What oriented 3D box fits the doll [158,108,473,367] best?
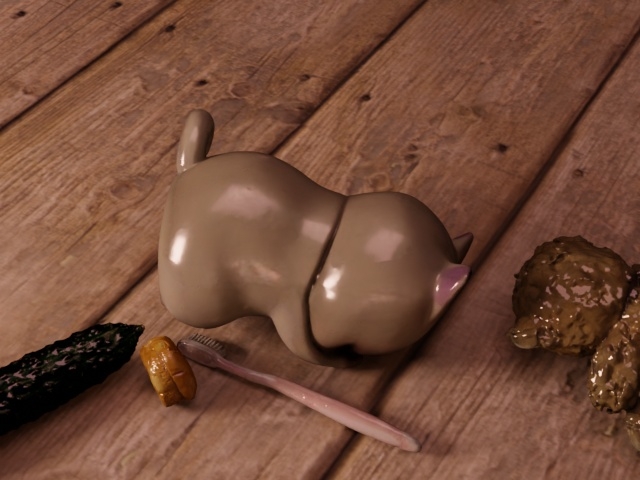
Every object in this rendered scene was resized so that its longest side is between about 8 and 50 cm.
[{"bbox_3d":[-0.024,0.019,1.532,0.370,0.226,0.215,22,11,4],"label":"doll"}]

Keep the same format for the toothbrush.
[{"bbox_3d":[-0.024,0.168,1.490,0.307,0.025,0.029,22,34,18],"label":"toothbrush"}]

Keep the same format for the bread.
[{"bbox_3d":[-0.166,0.142,1.462,0.046,0.083,0.081,-28,82,-7],"label":"bread"}]

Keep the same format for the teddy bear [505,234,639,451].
[{"bbox_3d":[0.340,0.094,1.530,0.256,0.156,0.267,17,42,15],"label":"teddy bear"}]

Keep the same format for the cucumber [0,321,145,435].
[{"bbox_3d":[-0.312,0.159,1.426,0.300,0.072,0.072,-25,49,-35],"label":"cucumber"}]
